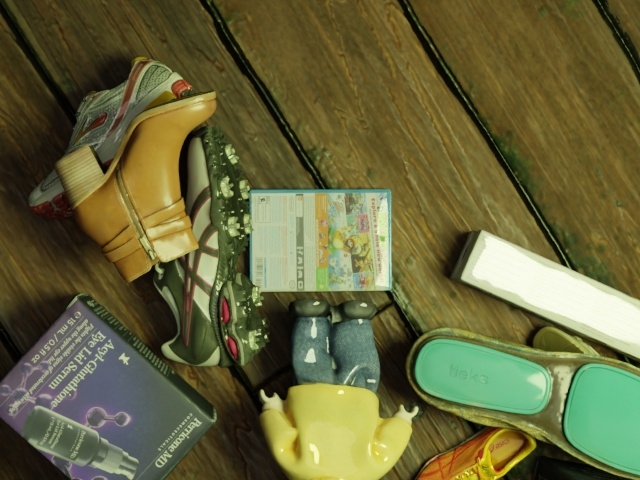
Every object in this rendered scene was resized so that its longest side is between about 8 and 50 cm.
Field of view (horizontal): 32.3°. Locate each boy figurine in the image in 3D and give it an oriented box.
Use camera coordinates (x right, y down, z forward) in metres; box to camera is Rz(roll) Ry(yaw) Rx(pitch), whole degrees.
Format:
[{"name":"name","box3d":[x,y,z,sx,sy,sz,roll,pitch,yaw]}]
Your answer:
[{"name":"boy figurine","box3d":[0.020,0.208,1.218,0.177,0.092,0.285,1,74,-6]}]

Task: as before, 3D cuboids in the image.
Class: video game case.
[{"name":"video game case","box3d":[0.000,0.000,1.291,0.166,0.015,0.119,0,89,-5]}]

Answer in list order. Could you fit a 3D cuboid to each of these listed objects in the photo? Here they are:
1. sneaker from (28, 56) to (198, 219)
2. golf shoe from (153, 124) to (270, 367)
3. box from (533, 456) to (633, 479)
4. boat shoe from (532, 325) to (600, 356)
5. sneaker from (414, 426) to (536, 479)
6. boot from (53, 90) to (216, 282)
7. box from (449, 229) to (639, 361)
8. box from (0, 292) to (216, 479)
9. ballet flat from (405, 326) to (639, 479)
[{"name":"sneaker","box3d":[-0.243,-0.112,1.245,0.225,0.088,0.093,-44,73,-4]},{"name":"golf shoe","box3d":[-0.135,0.009,1.234,0.120,0.105,0.273,-6,88,14]},{"name":"box","box3d":[0.394,0.386,1.136,0.293,0.395,0.212,13,88,-5]},{"name":"boat shoe","box3d":[0.315,0.155,1.309,0.153,0.048,0.056,38,115,2]},{"name":"sneaker","box3d":[0.171,0.266,1.280,0.175,0.067,0.064,-40,95,-3]},{"name":"boot","box3d":[-0.166,-0.058,1.167,0.197,0.073,0.152,-29,96,9]},{"name":"box","box3d":[0.313,0.080,1.295,0.324,0.063,0.067,23,86,-5]},{"name":"box","box3d":[-0.239,0.182,1.222,0.207,0.108,0.153,41,86,-3]},{"name":"ballet flat","box3d":[0.267,0.178,1.243,0.348,0.123,0.123,16,88,10]}]
